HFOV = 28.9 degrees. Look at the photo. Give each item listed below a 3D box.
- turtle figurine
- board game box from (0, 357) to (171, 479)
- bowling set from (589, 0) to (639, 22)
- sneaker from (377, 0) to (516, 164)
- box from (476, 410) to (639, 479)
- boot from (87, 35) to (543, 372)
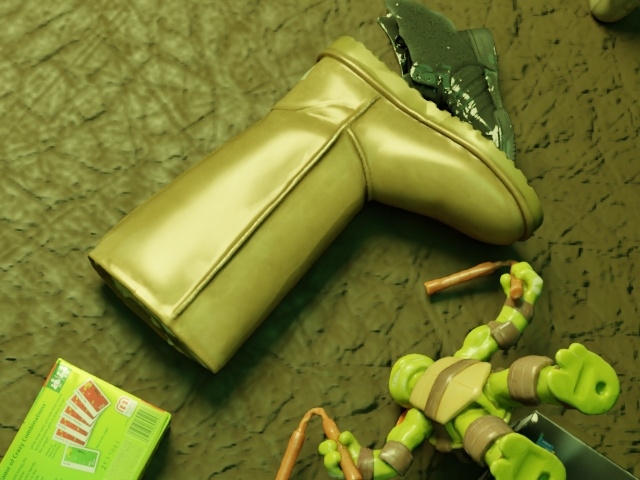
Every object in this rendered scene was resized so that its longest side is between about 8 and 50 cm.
[{"bbox_3d":[0.097,0.123,0.874,0.269,0.217,0.087,-41,110,-17],"label":"turtle figurine"},{"bbox_3d":[-0.188,0.187,0.879,0.092,0.043,0.181,26,71,1],"label":"board game box"},{"bbox_3d":[0.327,-0.328,1.056,0.287,0.154,0.200,-24,78,-15],"label":"bowling set"},{"bbox_3d":[0.102,-0.121,1.016,0.089,0.051,0.170,-3,68,-9],"label":"sneaker"},{"bbox_3d":[0.167,0.316,0.869,0.242,0.076,0.307,34,71,3],"label":"box"},{"bbox_3d":[0.000,0.000,0.947,0.236,0.089,0.269,39,71,16],"label":"boot"}]
